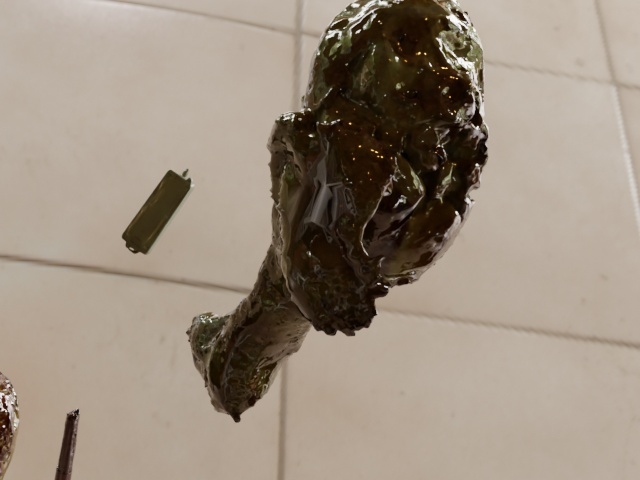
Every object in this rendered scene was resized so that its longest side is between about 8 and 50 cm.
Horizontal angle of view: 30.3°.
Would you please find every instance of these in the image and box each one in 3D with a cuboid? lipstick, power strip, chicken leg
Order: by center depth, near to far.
[{"bbox_3d":[0.009,0.003,0.791,0.140,0.361,0.211,20,27,-7],"label":"chicken leg"},{"bbox_3d":[-0.132,-0.025,0.974,0.027,0.017,0.083,36,94,2],"label":"power strip"},{"bbox_3d":[-0.371,0.316,1.726,0.027,0.176,0.027,11,33,-8],"label":"lipstick"}]

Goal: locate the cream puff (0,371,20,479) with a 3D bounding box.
[{"bbox_3d":[-0.295,0.154,0.897,0.084,0.149,0.149,27,40,-37],"label":"cream puff"}]
